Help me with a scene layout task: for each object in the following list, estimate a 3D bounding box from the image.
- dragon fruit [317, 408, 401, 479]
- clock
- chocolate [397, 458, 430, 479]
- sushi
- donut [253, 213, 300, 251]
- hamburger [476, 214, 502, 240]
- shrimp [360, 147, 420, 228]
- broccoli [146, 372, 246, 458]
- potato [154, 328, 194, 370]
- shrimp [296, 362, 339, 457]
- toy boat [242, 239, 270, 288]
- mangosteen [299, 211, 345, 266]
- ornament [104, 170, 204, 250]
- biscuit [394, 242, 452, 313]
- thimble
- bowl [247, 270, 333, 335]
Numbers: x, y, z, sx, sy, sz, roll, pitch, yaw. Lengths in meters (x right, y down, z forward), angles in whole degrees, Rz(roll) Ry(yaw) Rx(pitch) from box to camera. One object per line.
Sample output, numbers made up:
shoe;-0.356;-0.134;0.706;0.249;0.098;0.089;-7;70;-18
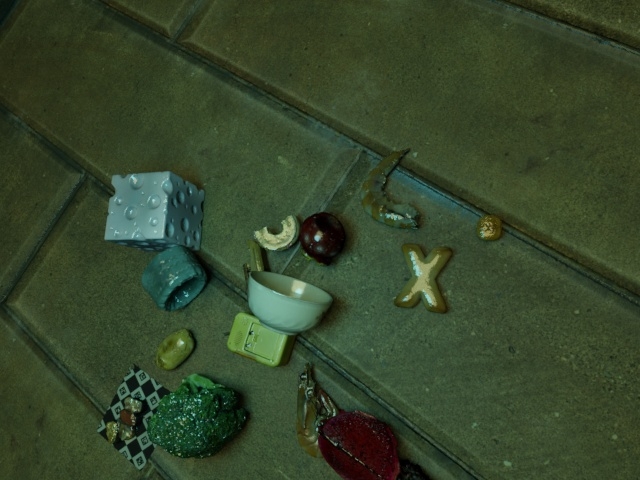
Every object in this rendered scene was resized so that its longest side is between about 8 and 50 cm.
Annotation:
dragon fruit;0.104;0.613;1.317;0.261;0.163;0.189;32;102;12
clock;-0.196;0.329;1.495;0.202;0.096;0.144;16;87;20
chocolate;0.249;0.696;1.277;0.156;0.156;0.133;-32;55;9
sushi;-0.670;0.630;1.603;0.264;0.050;0.290;29;88;20
donut;-0.142;-0.012;1.557;0.165;0.065;0.108;-21;75;1
hamburger;0.520;-0.039;1.379;0.076;0.044;0.083;-2;81;17
shrimp;0.225;-0.161;1.493;0.185;0.068;0.287;-7;67;12
broccoli;-0.398;0.565;1.442;0.308;0.308;0.275;-50;36;2
potato;-0.521;0.390;1.592;0.170;0.080;0.107;-40;83;4
shrimp;-0.005;0.532;1.414;0.152;0.063;0.288;-5;81;14
toy boat;-0.227;0.106;1.564;0.088;0.068;0.226;-18;74;16
mangosteen;0.000;0.000;1.475;0.166;0.166;0.180;37;121;20
ornament;-0.590;-0.096;1.624;0.238;0.240;0.240;-1;78;15
biscuit;0.322;0.116;1.407;0.164;0.047;0.208;5;81;19
thimble;-0.512;0.140;1.581;0.143;0.198;0.235;48;134;17
bowl;-0.109;0.206;1.413;0.276;0.277;0.145;18;97;19
